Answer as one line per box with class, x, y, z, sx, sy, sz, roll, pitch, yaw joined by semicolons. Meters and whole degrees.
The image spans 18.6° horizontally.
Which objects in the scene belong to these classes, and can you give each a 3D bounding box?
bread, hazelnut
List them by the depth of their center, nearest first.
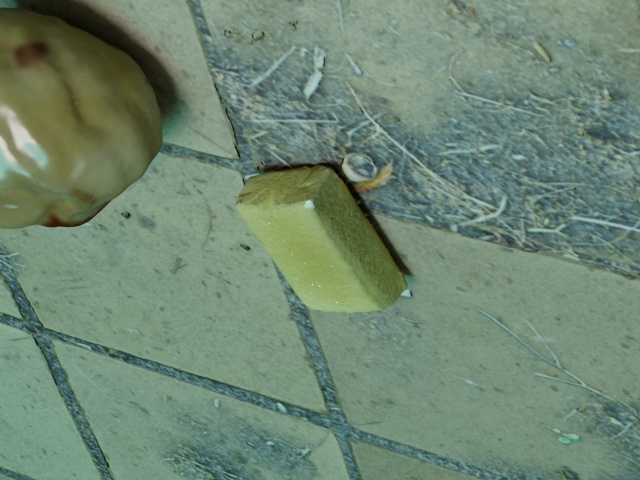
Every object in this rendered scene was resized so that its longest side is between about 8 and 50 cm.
hazelnut;-0.311;-0.137;2.134;0.261;0.241;0.261;-1;142;-1
bread;0.000;0.001;2.171;0.125;0.068;0.188;0;137;41
